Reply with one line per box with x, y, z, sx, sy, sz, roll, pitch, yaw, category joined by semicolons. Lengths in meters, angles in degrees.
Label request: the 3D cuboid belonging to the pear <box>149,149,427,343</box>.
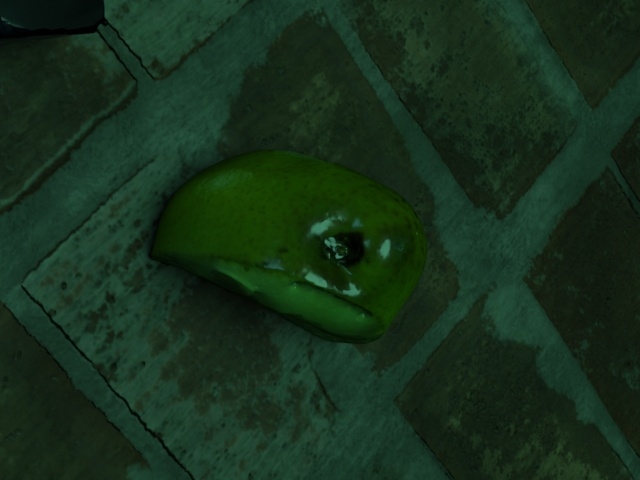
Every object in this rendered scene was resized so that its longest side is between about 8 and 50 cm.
0.000;0.000;1.741;0.342;0.318;0.238;28;75;-34;pear

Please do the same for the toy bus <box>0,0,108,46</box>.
-0.387;-0.425;1.573;0.171;0.162;0.386;-10;92;-39;toy bus
